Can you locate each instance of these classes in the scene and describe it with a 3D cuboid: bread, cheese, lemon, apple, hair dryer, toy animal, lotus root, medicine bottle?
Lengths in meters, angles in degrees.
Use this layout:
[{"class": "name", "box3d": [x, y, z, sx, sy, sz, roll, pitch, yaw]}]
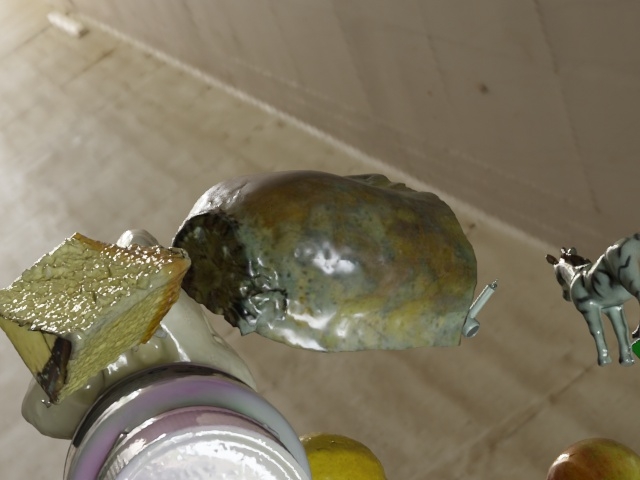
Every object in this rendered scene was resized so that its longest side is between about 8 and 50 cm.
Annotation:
[{"class": "bread", "box3d": [-0.193, 0.051, 0.986, 0.127, 0.147, 0.152, 54, -37, -2]}, {"class": "cheese", "box3d": [-0.218, 0.155, 1.330, 0.251, 0.248, 0.173, 48, -1, -9]}, {"class": "lemon", "box3d": [0.008, 0.446, 2.058, 0.260, 0.204, 0.204, 8, 15, -30]}, {"class": "apple", "box3d": [0.490, 0.443, 1.989, 0.196, 0.196, 0.196, 50, -11, 13]}, {"class": "hair dryer", "box3d": [0.290, 0.117, 2.140, 0.038, 0.124, 0.063, 12, 28, -51]}, {"class": "toy animal", "box3d": [0.377, 0.081, 1.497, 0.255, 0.090, 0.169, -16, -102, 63]}, {"class": "lotus root", "box3d": [-0.017, -0.005, 1.167, 0.267, 0.260, 0.149, 35, -65, 52]}, {"class": "medicine bottle", "box3d": [-0.125, 0.251, 1.110, 0.241, 0.241, 0.302, 54, -10, -9]}]

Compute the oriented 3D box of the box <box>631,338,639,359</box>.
[{"class": "box", "box3d": [0.595, 0.210, 1.733, 0.235, 0.132, 0.034, 50, 25, 4]}]
